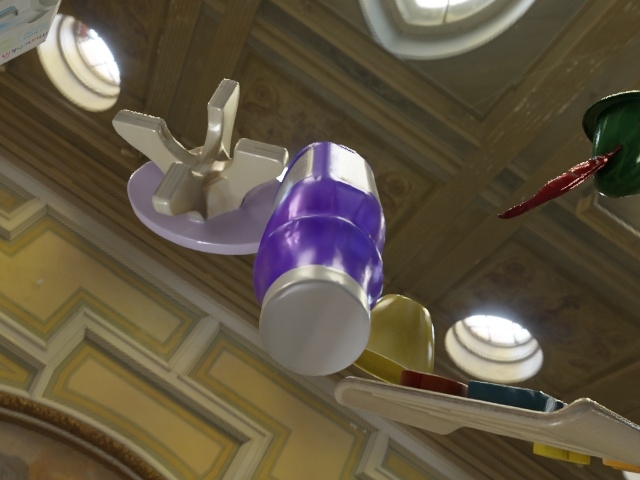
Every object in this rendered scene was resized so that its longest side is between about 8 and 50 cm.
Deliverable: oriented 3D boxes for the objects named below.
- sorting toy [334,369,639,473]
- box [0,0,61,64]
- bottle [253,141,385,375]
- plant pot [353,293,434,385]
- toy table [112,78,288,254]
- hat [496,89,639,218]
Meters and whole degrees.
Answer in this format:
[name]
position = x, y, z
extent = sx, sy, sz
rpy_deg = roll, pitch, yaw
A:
[sorting toy]
position = 0.193, 0.175, 0.518
extent = 0.307, 0.229, 0.041
rpy_deg = 29, -116, -38
[box]
position = -0.486, -0.316, 0.704
extent = 0.127, 0.231, 0.262
rpy_deg = 49, -129, -15
[bottle]
position = 0.000, 0.000, 0.442
extent = 0.092, 0.118, 0.283
rpy_deg = 24, -160, -8
[plant pot]
position = 0.100, 0.131, 0.727
extent = 0.134, 0.134, 0.095
rpy_deg = 31, -111, -6
[toy table]
position = -0.167, -0.101, 0.804
extent = 0.274, 0.161, 0.252
rpy_deg = 5, -125, 0
[hat]
position = 0.403, -0.073, 0.726
extent = 0.173, 0.208, 0.184
rpy_deg = 33, -102, -11
